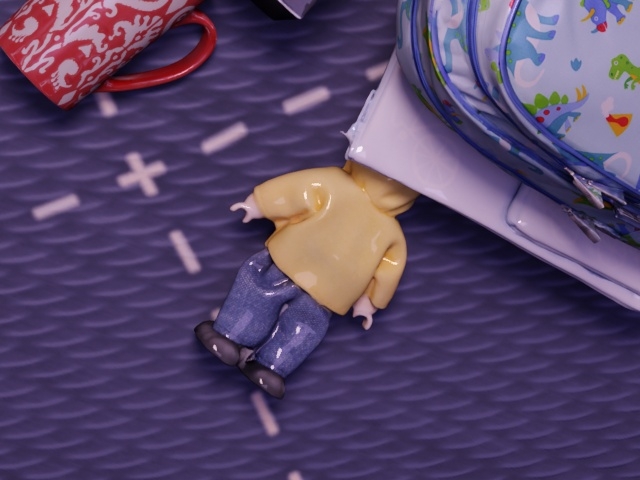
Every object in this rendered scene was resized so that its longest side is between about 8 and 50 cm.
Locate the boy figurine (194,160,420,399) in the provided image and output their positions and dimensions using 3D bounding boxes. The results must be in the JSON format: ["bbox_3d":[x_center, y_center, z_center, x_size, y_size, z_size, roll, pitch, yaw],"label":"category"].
[{"bbox_3d":[0.000,0.000,1.184,0.177,0.092,0.285,35,90,-19],"label":"boy figurine"}]

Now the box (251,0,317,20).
[{"bbox_3d":[-0.011,-0.276,1.109,0.093,0.156,0.158,42,90,-13],"label":"box"}]

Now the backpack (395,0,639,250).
[{"bbox_3d":[0.238,-0.154,1.041,0.356,0.273,0.290,29,98,-4],"label":"backpack"}]

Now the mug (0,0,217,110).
[{"bbox_3d":[-0.177,-0.188,1.121,0.169,0.113,0.150,-41,101,2],"label":"mug"}]

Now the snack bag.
[{"bbox_3d":[0.224,-0.145,1.180,0.343,0.037,0.323,27,76,-13],"label":"snack bag"}]
